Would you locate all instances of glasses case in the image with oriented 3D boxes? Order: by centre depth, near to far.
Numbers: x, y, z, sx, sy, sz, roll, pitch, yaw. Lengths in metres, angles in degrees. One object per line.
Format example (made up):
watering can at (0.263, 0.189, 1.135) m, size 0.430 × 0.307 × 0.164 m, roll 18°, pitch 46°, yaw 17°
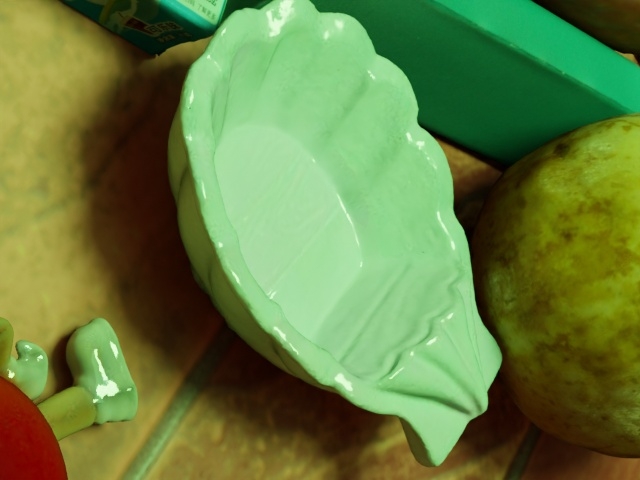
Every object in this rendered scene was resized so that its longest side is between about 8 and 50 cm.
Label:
glasses case at (0.081, -0.132, 0.939) m, size 0.301 × 0.117 × 0.070 m, roll 19°, pitch 58°, yaw -41°

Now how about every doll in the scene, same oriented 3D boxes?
doll at (-0.157, 0.130, 0.680) m, size 0.217 × 0.085 × 0.183 m, roll -11°, pitch 91°, yaw -62°

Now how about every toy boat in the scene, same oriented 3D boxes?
toy boat at (0.000, 0.000, 0.841) m, size 0.290 × 0.100 × 0.199 m, roll 56°, pitch 50°, yaw -19°

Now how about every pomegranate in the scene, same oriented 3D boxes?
pomegranate at (0.217, 0.029, 0.954) m, size 0.248 × 0.248 × 0.248 m, roll 11°, pitch 75°, yaw -42°

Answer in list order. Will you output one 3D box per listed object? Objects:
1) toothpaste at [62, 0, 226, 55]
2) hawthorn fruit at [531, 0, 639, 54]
toothpaste at (-0.164, -0.183, 0.745) m, size 0.267 × 0.065 × 0.050 m, roll 30°, pitch 67°, yaw -37°
hawthorn fruit at (0.190, -0.266, 0.984) m, size 0.308 × 0.276 × 0.276 m, roll 1°, pitch 80°, yaw -18°
